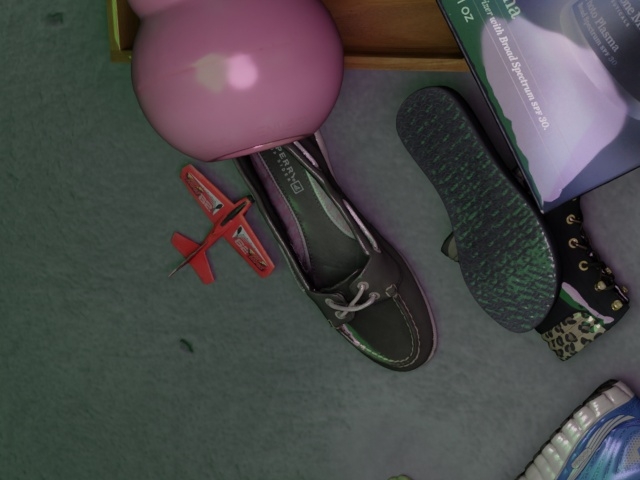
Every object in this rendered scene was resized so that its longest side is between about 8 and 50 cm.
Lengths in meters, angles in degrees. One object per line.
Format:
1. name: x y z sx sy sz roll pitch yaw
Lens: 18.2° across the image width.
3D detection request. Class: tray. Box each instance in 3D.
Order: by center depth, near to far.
1. tray: -0.025 -0.280 2.015 0.411 0.076 0.203 4 106 24

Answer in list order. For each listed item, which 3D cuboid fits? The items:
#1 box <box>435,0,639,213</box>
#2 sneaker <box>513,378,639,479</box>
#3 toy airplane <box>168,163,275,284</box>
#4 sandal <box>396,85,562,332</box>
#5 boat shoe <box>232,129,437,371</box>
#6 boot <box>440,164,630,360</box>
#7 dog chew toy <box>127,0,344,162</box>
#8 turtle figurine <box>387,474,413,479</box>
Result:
1. box: 0.262 -0.222 1.782 0.294 0.183 0.296 -27 92 6
2. sneaker: 0.243 0.300 2.017 0.147 0.130 0.330 42 117 12
3. toy airplane: -0.111 -0.006 2.157 0.151 0.028 0.151 7 106 25
4. sandal: 0.163 -0.036 1.917 0.097 0.054 0.254 -28 82 26
5. boat shoe: 0.000 0.000 2.067 0.112 0.095 0.335 -31 90 29
6. boot: 0.253 -0.008 1.956 0.178 0.085 0.236 47 118 2
7. dog chew toy: -0.100 -0.248 1.915 0.206 0.206 0.332 -15 89 28
8. turtle figurine: 0.001 0.344 2.065 0.274 0.266 0.198 -15 97 28
